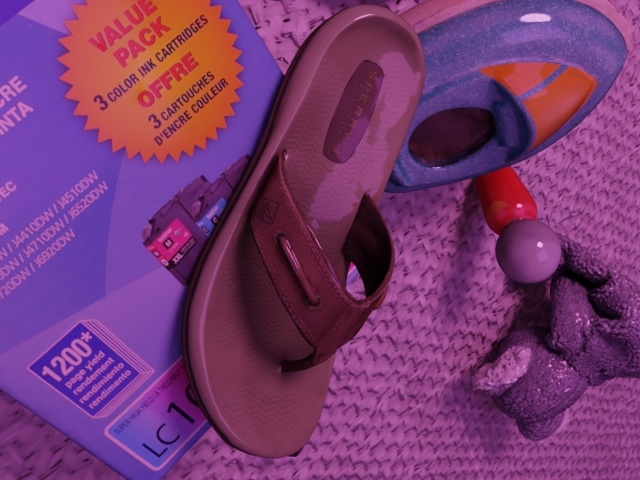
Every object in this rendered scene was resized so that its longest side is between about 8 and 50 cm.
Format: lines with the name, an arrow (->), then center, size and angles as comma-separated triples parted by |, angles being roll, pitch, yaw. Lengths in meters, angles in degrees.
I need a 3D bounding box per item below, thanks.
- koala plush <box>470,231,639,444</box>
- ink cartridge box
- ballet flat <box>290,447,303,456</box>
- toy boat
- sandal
koala plush -> 0.298, 0.142, 0.763 | 0.221, 0.203, 0.196 | -43, 124, -1
ink cartridge box -> -0.164, -0.062, 0.403 | 0.270, 0.151, 0.395 | -46, 123, -14
ballet flat -> -0.026, 0.119, 0.600 | 0.074, 0.074, 0.203 | -20, 113, -27
toy boat -> 0.164, -0.086, 0.575 | 0.267, 0.148, 0.318 | -22, 141, 15
sandal -> -0.001, -0.002, 0.384 | 0.120, 0.086, 0.303 | 14, 96, -37
